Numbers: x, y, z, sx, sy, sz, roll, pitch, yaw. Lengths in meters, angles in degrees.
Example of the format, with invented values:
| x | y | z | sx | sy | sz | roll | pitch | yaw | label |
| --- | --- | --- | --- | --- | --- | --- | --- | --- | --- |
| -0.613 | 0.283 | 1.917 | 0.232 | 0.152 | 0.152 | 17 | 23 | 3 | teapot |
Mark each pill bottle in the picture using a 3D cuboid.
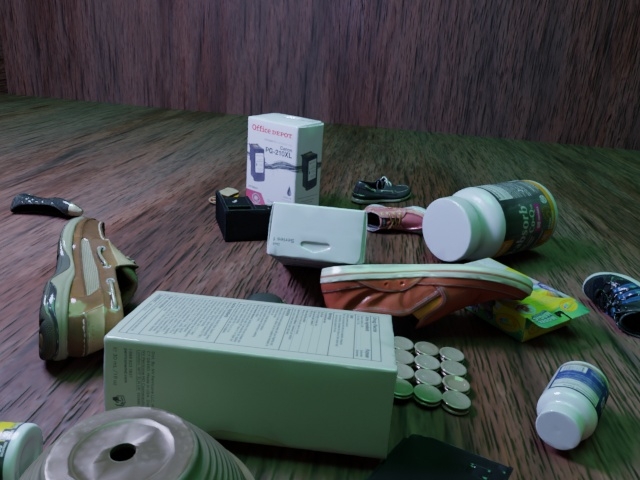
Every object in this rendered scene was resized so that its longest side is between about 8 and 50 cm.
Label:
| x | y | z | sx | sy | sz | roll | pitch | yaw | label |
| --- | --- | --- | --- | --- | --- | --- | --- | --- | --- |
| -0.337 | 0.206 | 0.521 | 0.116 | 0.065 | 0.065 | 3 | 21 | -3 | pill bottle |
| 0.303 | 0.200 | 0.660 | 0.067 | 0.067 | 0.120 | 18 | 25 | 33 | pill bottle |
| 0.365 | -0.041 | 1.174 | 0.278 | 0.162 | 0.162 | -11 | 26 | -33 | pill bottle |

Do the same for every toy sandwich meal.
| x | y | z | sx | sy | sz | roll | pitch | yaw | label |
| --- | --- | --- | --- | --- | --- | --- | --- | --- | --- |
| -0.250 | -0.114 | 1.424 | 0.086 | 0.029 | 0.085 | 4 | 21 | -1 | toy sandwich meal |

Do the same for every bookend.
| x | y | z | sx | sy | sz | roll | pitch | yaw | label |
| --- | --- | --- | --- | --- | --- | --- | --- | --- | --- |
| -0.152 | -0.060 | 1.244 | 0.157 | 0.072 | 0.156 | -2 | 21 | -17 | bookend |

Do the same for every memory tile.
| x | y | z | sx | sy | sz | roll | pitch | yaw | label |
| --- | --- | --- | --- | --- | --- | --- | --- | --- | --- |
| 0.147 | 0.181 | 0.748 | 0.113 | 0.012 | 0.148 | 10 | 21 | 7 | memory tile |

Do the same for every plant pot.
| x | y | z | sx | sy | sz | roll | pitch | yaw | label |
| --- | --- | --- | --- | --- | --- | --- | --- | --- | --- |
| -0.162 | 0.220 | 0.460 | 0.237 | 0.109 | 0.237 | 4 | 20 | -2 | plant pot |

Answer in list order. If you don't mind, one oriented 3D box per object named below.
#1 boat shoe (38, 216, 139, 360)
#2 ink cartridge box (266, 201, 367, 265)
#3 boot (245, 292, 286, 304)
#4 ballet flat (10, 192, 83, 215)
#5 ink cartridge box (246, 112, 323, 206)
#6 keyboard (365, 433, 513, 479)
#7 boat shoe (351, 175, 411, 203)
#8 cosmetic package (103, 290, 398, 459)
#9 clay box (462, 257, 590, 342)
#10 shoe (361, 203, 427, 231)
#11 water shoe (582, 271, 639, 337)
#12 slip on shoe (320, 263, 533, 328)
| x | y | z | sx | sy | sz | roll | pitch | yaw | label |
| --- | --- | --- | --- | --- | --- | --- | --- | --- | --- |
| -0.341 | 0.068 | 0.831 | 0.120 | 0.122 | 0.324 | 3 | 28 | -19 | boat shoe |
| 0.000 | 0.000 | 0.972 | 0.160 | 0.092 | 0.219 | 6 | -7 | 3 | ink cartridge box |
| -0.052 | 0.119 | 0.803 | 0.198 | 0.076 | 0.137 | 13 | 17 | 19 | boot |
| -0.617 | -0.071 | 1.236 | 0.173 | 0.057 | 0.049 | 8 | 62 | 11 | ballet flat |
| -0.091 | -0.182 | 1.341 | 0.172 | 0.237 | 0.100 | 20 | 26 | 36 | ink cartridge box |
| 0.093 | 0.282 | 0.456 | 0.202 | 0.033 | 0.317 | 11 | 22 | 34 | keyboard |
| 0.180 | -0.147 | 1.545 | 0.206 | 0.065 | 0.075 | -9 | 25 | -32 | boat shoe |
| -0.072 | 0.147 | 0.641 | 0.310 | 0.113 | 0.160 | 7 | 14 | 4 | cosmetic package |
| 0.327 | 0.102 | 0.939 | 0.127 | 0.053 | 0.222 | -11 | 27 | -29 | clay box |
| 0.172 | -0.046 | 1.293 | 0.178 | 0.063 | 0.081 | 10 | 22 | 29 | shoe |
| 0.524 | 0.113 | 0.926 | 0.080 | 0.072 | 0.203 | -10 | 24 | -27 | water shoe |
| 0.166 | 0.087 | 0.862 | 0.331 | 0.101 | 0.123 | -2 | -6 | -1 | slip on shoe |
